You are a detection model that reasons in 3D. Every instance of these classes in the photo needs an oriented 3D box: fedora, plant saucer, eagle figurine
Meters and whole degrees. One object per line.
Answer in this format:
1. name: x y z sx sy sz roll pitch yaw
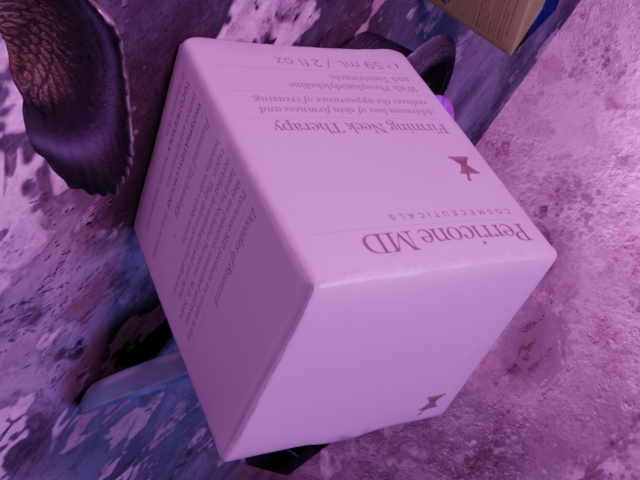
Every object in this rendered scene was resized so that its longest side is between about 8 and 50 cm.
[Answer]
1. fedora: 0.076 -0.225 1.406 0.334 0.152 0.334 -46 167 -14
2. plant saucer: -0.256 0.219 1.441 0.317 0.043 0.317 -21 173 -3
3. eagle figurine: -0.220 -0.190 0.621 0.226 0.225 0.298 -61 154 -5

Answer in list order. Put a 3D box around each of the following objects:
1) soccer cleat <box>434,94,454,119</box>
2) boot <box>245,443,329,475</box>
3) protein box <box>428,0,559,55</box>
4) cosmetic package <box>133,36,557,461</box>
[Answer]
1. soccer cleat: 0.124 -0.120 1.353 0.095 0.083 0.248 -24 154 -54
2. boot: -0.023 0.128 1.494 0.445 0.146 0.367 -91 -158 -50
3. protein box: 0.290 -0.455 1.404 0.136 0.201 0.200 -46 163 -19
4. cosmetic package: 0.000 0.000 1.069 0.329 0.393 0.327 -5 138 -31
